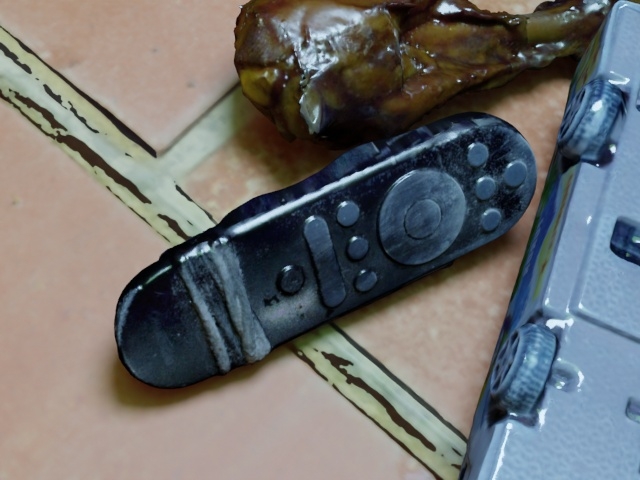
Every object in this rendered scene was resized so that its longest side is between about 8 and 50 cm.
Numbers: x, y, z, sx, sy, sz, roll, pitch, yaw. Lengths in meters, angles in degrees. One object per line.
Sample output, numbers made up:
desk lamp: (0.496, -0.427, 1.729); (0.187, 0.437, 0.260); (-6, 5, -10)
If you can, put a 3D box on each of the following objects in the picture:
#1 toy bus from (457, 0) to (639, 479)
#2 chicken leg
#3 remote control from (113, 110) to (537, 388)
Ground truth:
toy bus: (0.152, 0.031, 0.693); (0.109, 0.136, 0.330); (23, 61, -2)
chicken leg: (0.087, -0.119, 0.794); (0.304, 0.093, 0.113); (-9, 83, -23)
remote control: (0.000, 0.000, 0.720); (0.266, 0.066, 0.090); (-25, 113, -18)
